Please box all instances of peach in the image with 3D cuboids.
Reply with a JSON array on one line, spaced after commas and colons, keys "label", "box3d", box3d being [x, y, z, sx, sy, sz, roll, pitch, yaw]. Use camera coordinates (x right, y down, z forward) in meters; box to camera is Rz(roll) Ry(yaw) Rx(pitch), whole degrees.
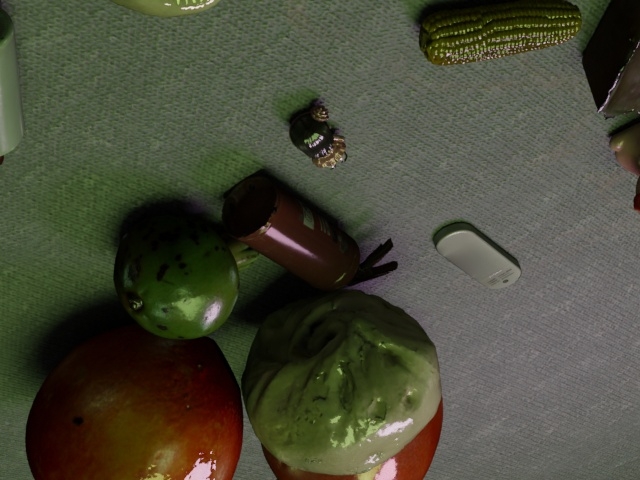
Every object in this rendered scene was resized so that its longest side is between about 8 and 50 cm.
[{"label": "peach", "box3d": [-0.300, 0.310, 2.135, 0.388, 0.388, 0.388, -11, 145, -8]}]

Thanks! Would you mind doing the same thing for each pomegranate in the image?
[{"label": "pomegranate", "box3d": [-0.203, 0.046, 1.975, 0.248, 0.202, 0.202, -28, 159, -42]}]

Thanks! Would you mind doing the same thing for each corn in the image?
[{"label": "corn", "box3d": [0.247, -0.291, 1.772, 0.231, 0.080, 0.080, -10, 145, -12]}]

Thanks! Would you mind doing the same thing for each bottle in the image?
[{"label": "bottle", "box3d": [-0.431, -0.183, 1.619, 0.104, 0.104, 0.245, -8, 144, -13]}]

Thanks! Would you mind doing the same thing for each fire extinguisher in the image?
[{"label": "fire extinguisher", "box3d": [0.000, 0.000, 2.042, 0.147, 0.106, 0.337, -30, 144, 23]}]

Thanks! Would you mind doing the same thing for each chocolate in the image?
[{"label": "chocolate", "box3d": [0.469, -0.320, 1.794, 0.112, 0.112, 0.321, -4, 142, -19]}]

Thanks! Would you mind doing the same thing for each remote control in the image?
[{"label": "remote control", "box3d": [0.281, 0.030, 2.273, 0.077, 0.022, 0.245, -30, 143, 23]}]

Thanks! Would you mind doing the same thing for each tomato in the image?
[{"label": "tomato", "box3d": [0.057, 0.323, 2.345, 0.341, 0.341, 0.272, -5, 128, -16]}]

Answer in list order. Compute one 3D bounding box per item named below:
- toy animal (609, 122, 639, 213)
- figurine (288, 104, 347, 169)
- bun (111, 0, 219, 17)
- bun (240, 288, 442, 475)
[{"label": "toy animal", "box3d": [0.569, -0.101, 2.055, 0.171, 0.197, 0.171, -12, 150, -7]}, {"label": "figurine", "box3d": [0.004, -0.147, 1.888, 0.072, 0.054, 0.129, -30, 145, 12]}, {"label": "bun", "box3d": [-0.187, -0.362, 1.464, 0.222, 0.127, 0.222, -11, 117, -23]}, {"label": "bun", "box3d": [0.017, 0.223, 2.123, 0.326, 0.362, 0.234, -58, 140, -16]}]
